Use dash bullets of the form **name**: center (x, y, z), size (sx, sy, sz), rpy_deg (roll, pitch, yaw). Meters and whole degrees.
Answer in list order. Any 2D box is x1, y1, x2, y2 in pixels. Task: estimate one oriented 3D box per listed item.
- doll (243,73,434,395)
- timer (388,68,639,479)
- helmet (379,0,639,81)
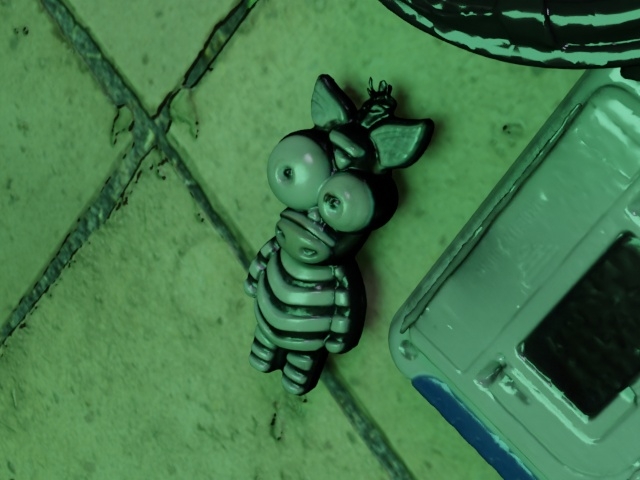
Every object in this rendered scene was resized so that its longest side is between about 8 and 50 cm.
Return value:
- **doll**: center (0.000, 0.000, 0.645), size (0.091, 0.067, 0.219), rpy_deg (32, 118, 28)
- **timer**: center (0.154, 0.031, 0.532), size (0.178, 0.078, 0.253), rpy_deg (45, 124, 17)
- **helmet**: center (0.131, -0.190, 0.434), size (0.279, 0.160, 0.230), rpy_deg (25, 113, 18)
